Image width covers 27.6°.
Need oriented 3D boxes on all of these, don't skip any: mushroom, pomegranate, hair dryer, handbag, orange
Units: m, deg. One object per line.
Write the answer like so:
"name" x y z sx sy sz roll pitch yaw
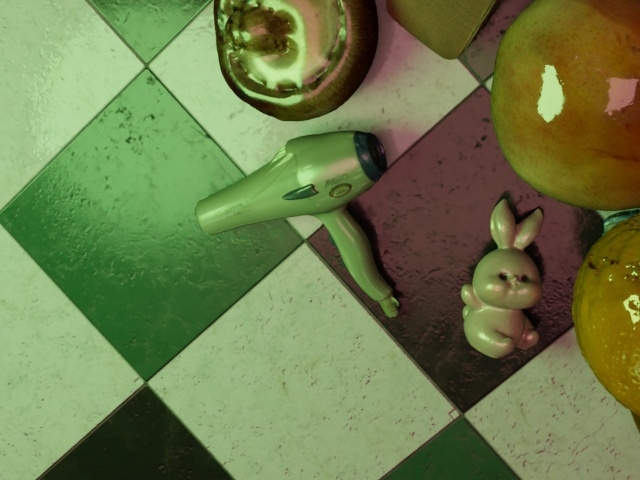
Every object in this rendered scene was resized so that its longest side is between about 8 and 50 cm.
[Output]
"mushroom" -0.037 -0.294 1.812 0.253 0.153 0.253 3 103 13
"pomegranate" 0.362 -0.196 1.697 0.319 0.319 0.319 3 103 11
"hair dryer" -0.038 -0.018 1.917 0.296 0.119 0.298 1 116 18
"handbag" 0.174 -0.350 1.751 0.151 0.072 0.193 38 146 3
"orange" 0.487 0.094 1.607 0.340 0.340 0.293 -16 99 14

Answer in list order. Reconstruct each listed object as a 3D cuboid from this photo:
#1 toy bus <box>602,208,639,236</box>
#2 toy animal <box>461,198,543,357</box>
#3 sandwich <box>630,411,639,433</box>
"toy bus" 0.435 0.034 1.846 0.061 0.051 0.153 -5 102 18
"toy animal" 0.264 0.054 1.851 0.124 0.124 0.212 11 108 9
"sandwich" 0.535 0.187 1.832 0.220 0.108 0.186 -24 97 13
